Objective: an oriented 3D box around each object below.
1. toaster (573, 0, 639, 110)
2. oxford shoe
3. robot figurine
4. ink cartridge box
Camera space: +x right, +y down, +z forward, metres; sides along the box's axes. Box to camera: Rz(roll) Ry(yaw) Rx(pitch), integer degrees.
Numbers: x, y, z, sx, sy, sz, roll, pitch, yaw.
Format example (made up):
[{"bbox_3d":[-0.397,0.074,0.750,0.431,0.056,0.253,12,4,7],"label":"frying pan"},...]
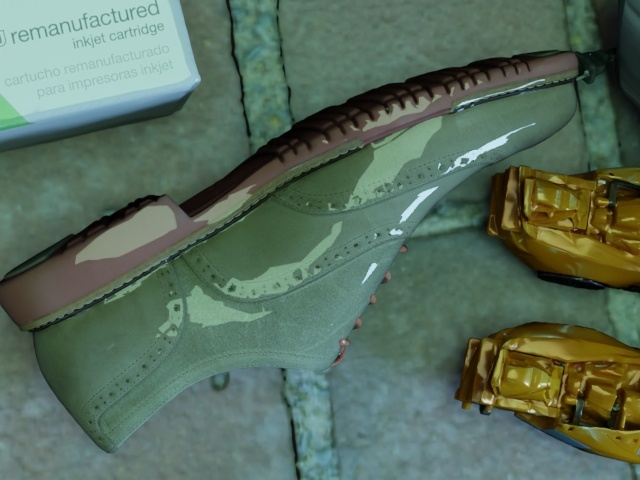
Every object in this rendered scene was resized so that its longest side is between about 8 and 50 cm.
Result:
[{"bbox_3d":[0.275,-0.111,0.911,0.227,0.129,0.146,-23,50,-12],"label":"toaster"},{"bbox_3d":[0.000,0.000,0.890,0.348,0.123,0.130,-26,97,-2],"label":"oxford shoe"},{"bbox_3d":[0.234,0.055,0.938,0.291,0.085,0.211,11,83,-10],"label":"robot figurine"},{"bbox_3d":[-0.196,-0.187,0.857,0.198,0.115,0.273,-14,89,-11],"label":"ink cartridge box"}]
